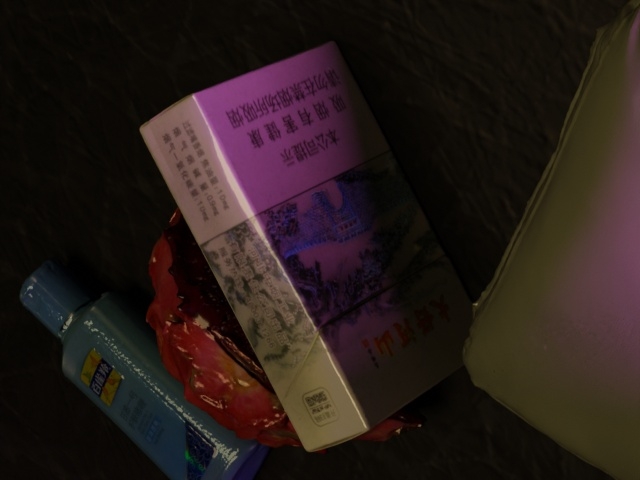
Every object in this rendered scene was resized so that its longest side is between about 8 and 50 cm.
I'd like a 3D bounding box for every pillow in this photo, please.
[{"bbox_3d":[0.236,0.025,1.092,0.255,0.120,0.322,32,128,15],"label":"pillow"}]

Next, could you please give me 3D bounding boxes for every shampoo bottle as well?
[{"bbox_3d":[-0.156,0.116,1.500,0.258,0.061,0.104,42,129,18],"label":"shampoo bottle"}]

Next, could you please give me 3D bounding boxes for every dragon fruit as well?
[{"bbox_3d":[-0.043,0.076,1.348,0.262,0.163,0.189,48,159,12],"label":"dragon fruit"}]

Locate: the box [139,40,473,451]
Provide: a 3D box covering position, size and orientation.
[{"bbox_3d":[0.000,0.000,1.250,0.069,0.164,0.256,-27,90,42],"label":"box"}]
